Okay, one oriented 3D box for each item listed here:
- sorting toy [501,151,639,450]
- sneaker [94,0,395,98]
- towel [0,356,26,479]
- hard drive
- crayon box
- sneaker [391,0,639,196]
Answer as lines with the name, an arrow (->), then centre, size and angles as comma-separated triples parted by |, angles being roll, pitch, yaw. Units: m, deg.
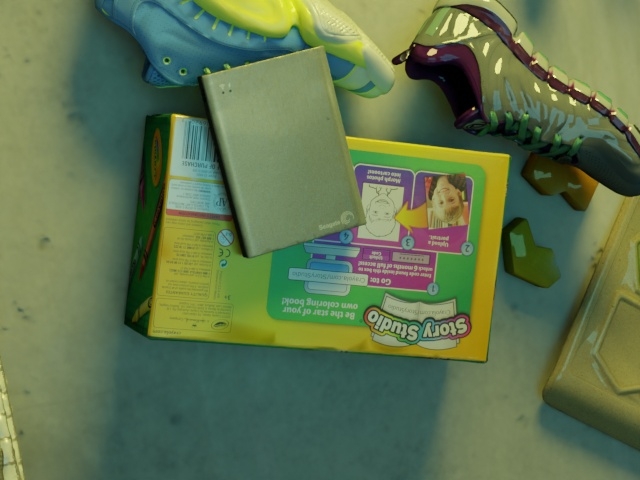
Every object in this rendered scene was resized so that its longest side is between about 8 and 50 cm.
sorting toy -> 0.281, 0.055, 1.271 | 0.307, 0.041, 0.229 | 27, 85, -19
sneaker -> -0.064, -0.152, 1.127 | 0.240, 0.091, 0.126 | 34, 102, -19
towel -> -0.328, 0.095, 0.971 | 0.235, 0.121, 0.284 | -12, 78, -7
hard drive -> -0.027, -0.064, 1.080 | 0.094, 0.022, 0.135 | -16, 98, -17
crayon box -> 0.000, 0.000, 1.149 | 0.278, 0.081, 0.165 | 6, 92, -19
sneaker -> 0.158, -0.094, 1.180 | 0.223, 0.083, 0.098 | 41, 65, 0
